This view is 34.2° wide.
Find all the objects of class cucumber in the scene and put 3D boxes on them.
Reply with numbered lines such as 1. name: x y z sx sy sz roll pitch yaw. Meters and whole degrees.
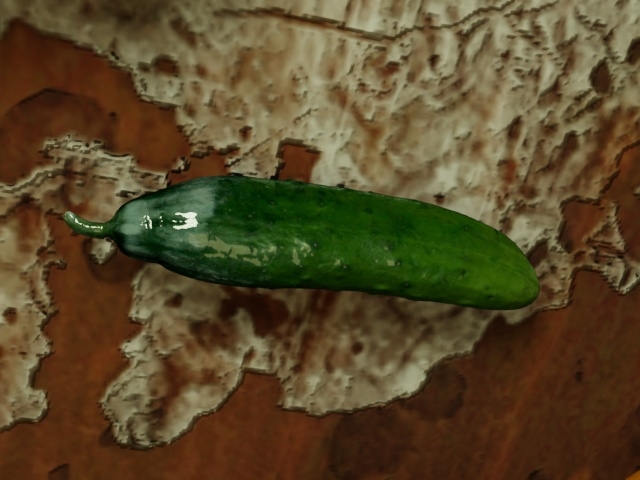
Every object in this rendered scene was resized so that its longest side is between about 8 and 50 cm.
1. cucumber: 0.000 0.000 0.520 0.250 0.056 0.056 7 113 -17

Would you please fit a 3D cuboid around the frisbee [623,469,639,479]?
1. frisbee: 0.242 0.205 0.674 0.192 0.035 0.192 -4 115 -9
